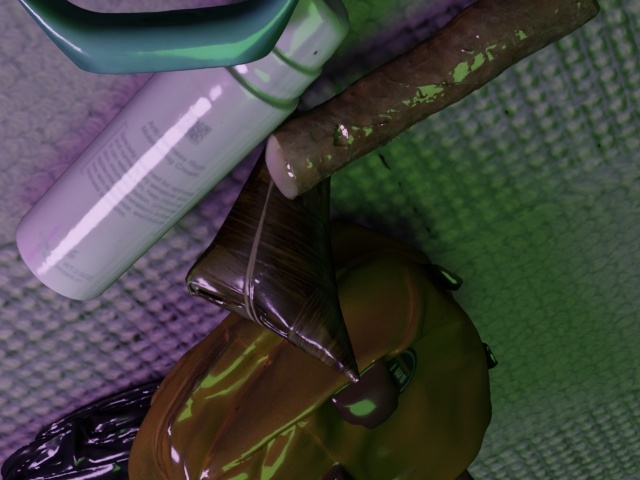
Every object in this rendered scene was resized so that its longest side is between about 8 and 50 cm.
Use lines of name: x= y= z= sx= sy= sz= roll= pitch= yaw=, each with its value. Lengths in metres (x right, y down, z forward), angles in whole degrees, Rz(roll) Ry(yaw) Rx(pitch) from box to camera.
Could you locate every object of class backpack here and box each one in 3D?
backpack: x=-0.226 y=0.257 z=1.282 sx=0.258 sy=0.133 sz=0.206 roll=-17 pitch=136 yaw=10
backpack: x=0.002 y=0.181 z=1.169 sx=0.378 sy=0.201 sz=0.353 roll=-44 pitch=135 yaw=-5

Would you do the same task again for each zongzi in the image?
zongzi: x=0.000 y=0.000 z=1.005 sx=0.187 sy=0.184 sz=0.084 roll=-63 pitch=153 yaw=2

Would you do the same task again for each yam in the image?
yam: x=0.086 y=-0.132 z=0.965 sx=0.300 sy=0.066 sz=0.066 roll=-33 pitch=138 yaw=-1

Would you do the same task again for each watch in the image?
watch: x=-0.114 y=-0.209 z=0.800 sx=0.237 sy=0.068 sz=0.195 roll=-5 pitch=116 yaw=2

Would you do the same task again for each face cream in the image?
face cream: x=-0.111 y=-0.088 z=0.956 sx=0.345 sy=0.102 sz=0.102 roll=-41 pitch=134 yaw=25
